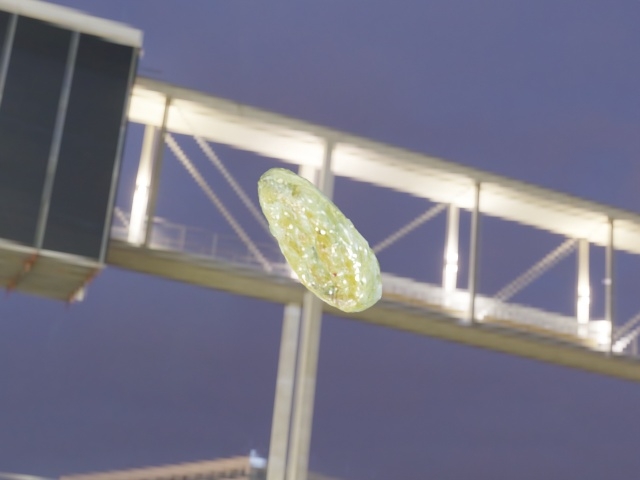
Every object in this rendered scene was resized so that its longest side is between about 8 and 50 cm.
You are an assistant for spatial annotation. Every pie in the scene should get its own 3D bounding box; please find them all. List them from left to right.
[{"bbox_3d":[0.000,-0.001,0.591,0.084,0.021,0.084,44,-23,24],"label":"pie"}]
